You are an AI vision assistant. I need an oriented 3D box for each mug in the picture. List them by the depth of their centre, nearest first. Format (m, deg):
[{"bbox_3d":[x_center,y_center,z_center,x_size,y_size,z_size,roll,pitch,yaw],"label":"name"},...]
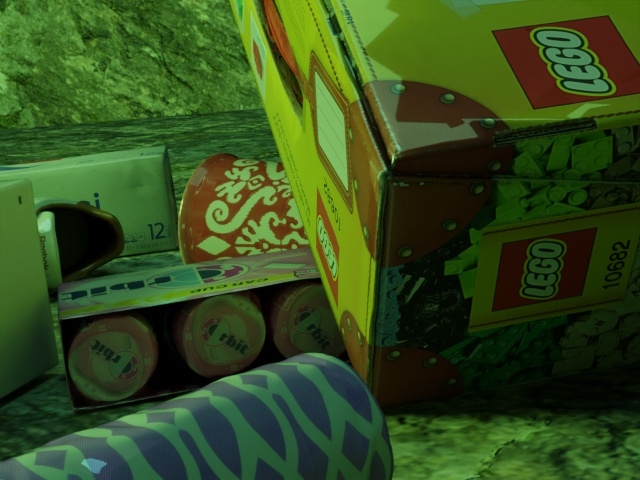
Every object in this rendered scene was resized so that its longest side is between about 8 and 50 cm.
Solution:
[{"bbox_3d":[-0.002,-0.020,1.110,0.169,0.113,0.150,4,42,33],"label":"mug"}]

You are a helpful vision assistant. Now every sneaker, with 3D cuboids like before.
[{"bbox_3d":[-0.297,0.006,1.202,0.290,0.105,0.123,-15,10,-42],"label":"sneaker"}]

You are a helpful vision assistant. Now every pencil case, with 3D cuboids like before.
[{"bbox_3d":[-0.063,0.109,0.578,0.206,0.086,0.088,-15,-15,-42],"label":"pencil case"}]

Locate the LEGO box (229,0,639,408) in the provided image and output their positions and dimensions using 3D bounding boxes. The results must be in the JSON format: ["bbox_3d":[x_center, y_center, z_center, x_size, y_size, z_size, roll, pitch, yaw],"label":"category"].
[{"bbox_3d":[0.145,-0.166,0.927,0.373,0.193,0.500,-9,46,-10],"label":"LEGO box"}]

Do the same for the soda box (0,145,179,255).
[{"bbox_3d":[-0.286,-0.026,1.398,0.286,0.098,0.091,-8,10,-3],"label":"soda box"}]

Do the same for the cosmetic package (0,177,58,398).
[{"bbox_3d":[-0.324,0.051,0.889,0.225,0.138,0.224,-2,12,21],"label":"cosmetic package"}]

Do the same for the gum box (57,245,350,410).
[{"bbox_3d":[-0.073,0.053,0.919,0.188,0.062,0.107,-9,11,-9],"label":"gum box"}]
